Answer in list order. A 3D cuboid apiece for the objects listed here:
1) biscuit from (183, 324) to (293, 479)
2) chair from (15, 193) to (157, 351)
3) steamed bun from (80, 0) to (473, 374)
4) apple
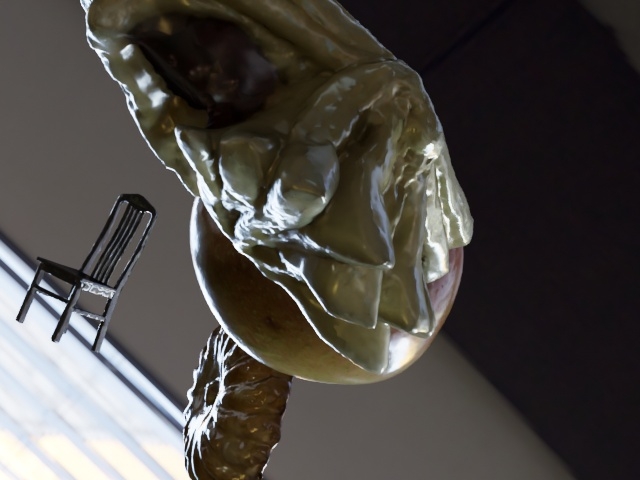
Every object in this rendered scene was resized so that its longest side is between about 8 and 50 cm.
[{"bbox_3d":[-0.133,0.247,2.364,0.107,0.326,0.326,14,-171,-16],"label":"biscuit"},{"bbox_3d":[-0.300,0.028,1.996,0.084,0.212,0.101,23,180,32],"label":"chair"},{"bbox_3d":[-0.013,-0.050,1.046,0.247,0.189,0.428,11,152,34],"label":"steamed bun"},{"bbox_3d":[0.000,0.000,1.778,0.277,0.319,0.319,26,-168,-42],"label":"apple"}]
